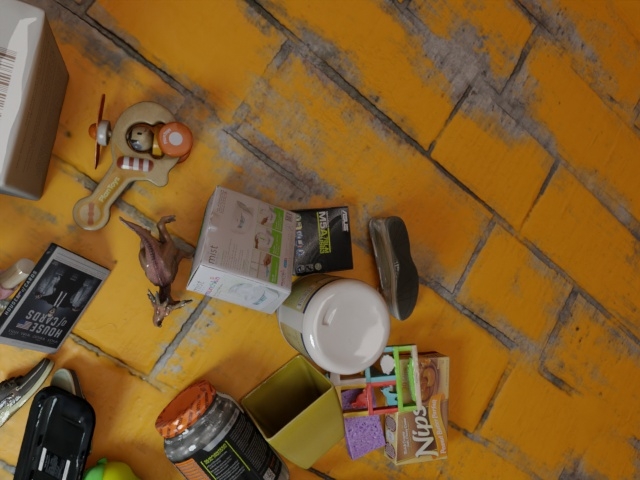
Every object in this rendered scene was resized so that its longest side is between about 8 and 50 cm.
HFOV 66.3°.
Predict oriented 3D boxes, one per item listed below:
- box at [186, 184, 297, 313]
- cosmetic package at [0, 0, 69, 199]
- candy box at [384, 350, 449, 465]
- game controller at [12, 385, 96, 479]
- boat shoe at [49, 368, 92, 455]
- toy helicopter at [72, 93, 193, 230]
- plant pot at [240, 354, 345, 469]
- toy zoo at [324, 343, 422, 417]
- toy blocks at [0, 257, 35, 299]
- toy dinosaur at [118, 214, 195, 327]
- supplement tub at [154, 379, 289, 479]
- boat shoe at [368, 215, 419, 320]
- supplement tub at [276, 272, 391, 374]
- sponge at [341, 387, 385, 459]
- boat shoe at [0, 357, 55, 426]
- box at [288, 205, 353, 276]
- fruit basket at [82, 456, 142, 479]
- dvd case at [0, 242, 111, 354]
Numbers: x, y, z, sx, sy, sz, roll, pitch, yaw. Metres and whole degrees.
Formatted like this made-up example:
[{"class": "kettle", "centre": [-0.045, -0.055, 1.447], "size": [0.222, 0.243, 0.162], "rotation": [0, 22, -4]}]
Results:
[{"class": "box", "centre": [-0.191, 0.020, 1.240], "size": [0.231, 0.127, 0.262], "rotation": [18, 47, -20]}, {"class": "cosmetic package", "centre": [-0.721, -0.281, 0.962], "size": [0.327, 0.393, 0.330], "rotation": [12, 86, -21]}, {"class": "candy box", "centre": [0.297, 0.512, 1.512], "size": [0.182, 0.087, 0.317], "rotation": [2, 89, -19]}, {"class": "game controller", "centre": [-0.616, 0.503, 1.128], "size": [0.166, 0.067, 0.320], "rotation": [17, 96, 7]}, {"class": "boat shoe", "centre": [-0.599, 0.420, 1.185], "size": [0.081, 0.068, 0.228], "rotation": [-8, 86, 21]}, {"class": "toy helicopter", "centre": [-0.488, -0.187, 1.192], "size": [0.235, 0.140, 0.355], "rotation": [36, 81, -15]}, {"class": "plant pot", "centre": [-0.055, 0.478, 1.329], "size": [0.212, 0.212, 0.187], "rotation": [-35, 115, -17]}, {"class": "toy zoo", "centre": [0.142, 0.409, 1.426], "size": [0.292, 0.030, 0.193], "rotation": [-5, 89, -3]}, {"class": "toy blocks", "centre": [-0.838, 0.093, 1.000], "size": [0.260, 0.309, 0.289], "rotation": [-28, 113, 24]}, {"class": "toy dinosaur", "centre": [-0.387, 0.069, 1.185], "size": [0.127, 0.296, 0.201], "rotation": [-7, 51, 3]}, {"class": "supplement tub", "centre": [-0.249, 0.536, 1.242], "size": [0.207, 0.207, 0.338], "rotation": [-37, 103, -17]}, {"class": "boat shoe", "centre": [0.217, 0.085, 1.488], "size": [0.118, 0.103, 0.321], "rotation": [-22, 104, -39]}, {"class": "supplement tub", "centre": [0.018, 0.204, 1.284], "size": [0.228, 0.316, 0.229], "rotation": [0, 90, -21]}, {"class": "sponge", "centre": [0.120, 0.539, 1.476], "size": [0.117, 0.031, 0.210], "rotation": [-15, 95, -20]}, {"class": "boat shoe", "centre": [-0.718, 0.356, 1.131], "size": [0.073, 0.080, 0.224], "rotation": [45, 80, -20]}, {"class": "box", "centre": [0.000, 0.000, 1.424], "size": [0.184, 0.045, 0.191], "rotation": [-5, 92, -19]}, {"class": "fruit basket", "centre": [-0.445, 0.714, 1.155], "size": [0.391, 0.283, 0.393], "rotation": [-9, 110, -26]}, {"class": "dvd case", "centre": [-0.618, 0.140, 1.135], "size": [0.029, 0.179, 0.239], "rotation": [24, 78, 25]}]
